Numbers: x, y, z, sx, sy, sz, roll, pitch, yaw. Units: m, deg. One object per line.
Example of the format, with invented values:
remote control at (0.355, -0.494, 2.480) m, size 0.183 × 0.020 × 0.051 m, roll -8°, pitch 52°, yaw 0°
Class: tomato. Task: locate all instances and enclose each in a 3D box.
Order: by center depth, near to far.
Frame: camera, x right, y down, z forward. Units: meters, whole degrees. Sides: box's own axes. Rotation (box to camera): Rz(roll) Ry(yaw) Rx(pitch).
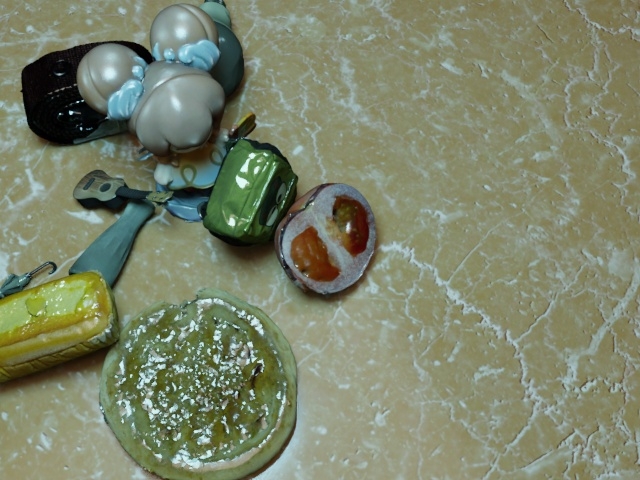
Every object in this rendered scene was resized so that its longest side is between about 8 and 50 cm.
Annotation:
tomato at (0.000, 0.000, 1.582) m, size 0.228 × 0.112 × 0.199 m, roll -40°, pitch 108°, yaw -22°

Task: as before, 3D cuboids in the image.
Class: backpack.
backpack at (-0.132, -0.087, 1.549) m, size 0.140 × 0.253 × 0.207 m, roll 24°, pitch 90°, yaw 16°

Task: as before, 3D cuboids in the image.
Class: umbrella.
umbrella at (-0.648, 0.108, 1.558) m, size 0.269 × 0.044 × 0.044 m, roll -31°, pitch 40°, yaw -15°

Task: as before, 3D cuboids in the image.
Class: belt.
belt at (-0.476, -0.304, 1.668) m, size 0.289 × 0.184 × 0.164 m, roll -18°, pitch 59°, yaw -9°

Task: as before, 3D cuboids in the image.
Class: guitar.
guitar at (-0.390, -0.093, 1.594) m, size 0.271 × 0.038 × 0.084 m, roll 10°, pitch 58°, yaw 34°

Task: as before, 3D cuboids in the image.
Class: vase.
vase at (-0.412, 0.003, 1.593) m, size 0.086 × 0.086 × 0.214 m, roll 24°, pitch 63°, yaw 9°

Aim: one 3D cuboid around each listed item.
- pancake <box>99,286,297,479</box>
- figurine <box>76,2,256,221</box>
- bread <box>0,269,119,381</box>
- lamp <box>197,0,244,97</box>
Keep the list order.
pancake at (-0.229, 0.263, 1.484) m, size 0.382 × 0.071 × 0.382 m, roll 1°, pitch 66°, yaw -2°
figurine at (-0.272, -0.234, 1.532) m, size 0.276 × 0.388 × 0.248 m, roll -37°, pitch 70°, yaw -14°
bread at (-0.511, 0.164, 1.466) m, size 0.288 × 0.119 × 0.153 m, roll -19°, pitch 60°, yaw 3°
lamp at (-0.245, -0.423, 1.768) m, size 0.181 × 0.182 × 0.314 m, roll 9°, pitch 34°, yaw 2°
